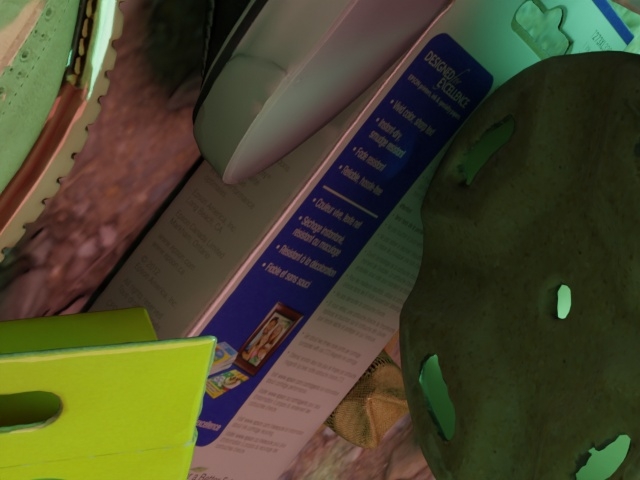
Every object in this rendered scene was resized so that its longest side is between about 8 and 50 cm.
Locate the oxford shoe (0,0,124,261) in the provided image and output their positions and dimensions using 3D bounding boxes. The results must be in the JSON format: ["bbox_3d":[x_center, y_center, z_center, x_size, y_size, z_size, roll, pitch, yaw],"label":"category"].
[{"bbox_3d":[-0.115,-0.110,0.403,0.348,0.123,0.130,-63,156,5],"label":"oxford shoe"}]

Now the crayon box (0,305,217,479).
[{"bbox_3d":[-0.169,0.138,0.613,0.202,0.081,0.319,-4,133,-25],"label":"crayon box"}]

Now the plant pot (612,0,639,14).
[{"bbox_3d":[0.224,-0.176,0.560,0.247,0.247,0.252,-62,-173,14],"label":"plant pot"}]

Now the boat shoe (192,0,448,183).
[{"bbox_3d":[0.006,-0.145,0.543,0.113,0.105,0.306,-34,164,-37],"label":"boat shoe"}]

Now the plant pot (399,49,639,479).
[{"bbox_3d":[0.220,0.047,0.721,0.305,0.334,0.334,8,122,-30],"label":"plant pot"}]

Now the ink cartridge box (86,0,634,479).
[{"bbox_3d":[0.000,0.000,0.756,0.371,0.069,0.175,-50,151,8],"label":"ink cartridge box"}]

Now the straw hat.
[{"bbox_3d":[0.024,0.092,0.904,0.144,0.061,0.144,-34,148,-24],"label":"straw hat"}]
